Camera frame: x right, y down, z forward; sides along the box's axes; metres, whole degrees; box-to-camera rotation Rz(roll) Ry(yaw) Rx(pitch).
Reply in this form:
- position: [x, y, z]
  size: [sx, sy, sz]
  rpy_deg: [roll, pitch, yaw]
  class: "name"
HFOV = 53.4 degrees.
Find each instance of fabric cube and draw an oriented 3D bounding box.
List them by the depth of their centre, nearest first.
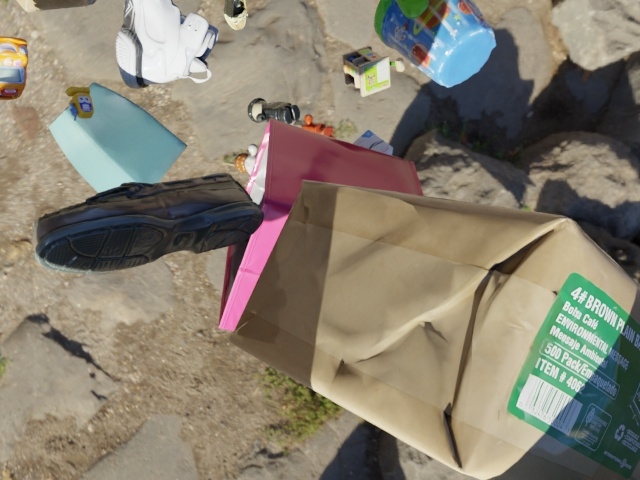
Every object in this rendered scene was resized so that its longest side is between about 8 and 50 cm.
- position: [0.000, 0.000, 1.021]
  size: [0.258, 0.254, 0.259]
  rpy_deg: [15, 124, -14]
  class: "fabric cube"

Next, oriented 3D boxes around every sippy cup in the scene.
- position: [0.280, -0.491, 1.488]
  size: [0.305, 0.240, 0.224]
  rpy_deg: [-19, 62, -29]
  class: "sippy cup"

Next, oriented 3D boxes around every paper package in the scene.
- position: [0.138, 0.100, 0.560]
  size: [0.325, 0.309, 0.168]
  rpy_deg: [32, 79, -36]
  class: "paper package"

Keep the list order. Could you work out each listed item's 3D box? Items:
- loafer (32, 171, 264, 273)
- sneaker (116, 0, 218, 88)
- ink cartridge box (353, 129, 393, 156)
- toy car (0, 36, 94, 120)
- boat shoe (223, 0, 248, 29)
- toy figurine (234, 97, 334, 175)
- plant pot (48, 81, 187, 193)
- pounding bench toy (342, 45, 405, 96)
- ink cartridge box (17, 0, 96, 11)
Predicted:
- position: [-0.188, -0.027, 0.700]
  size: [0.267, 0.096, 0.084]
  rpy_deg: [-9, 61, -44]
  class: "loafer"
- position: [-0.341, -0.525, 1.422]
  size: [0.210, 0.137, 0.366]
  rpy_deg: [1, 98, 2]
  class: "sneaker"
- position: [0.111, -0.178, 1.273]
  size: [0.083, 0.028, 0.048]
  rpy_deg: [40, 70, 19]
  class: "ink cartridge box"
- position: [-0.230, -0.132, 0.536]
  size: [0.122, 0.060, 0.041]
  rpy_deg: [0, 65, -55]
  class: "toy car"
- position: [-0.208, -0.585, 1.593]
  size: [0.056, 0.153, 0.048]
  rpy_deg: [-38, 67, -23]
  class: "boat shoe"
- position: [-0.094, -0.221, 1.530]
  size: [0.213, 0.148, 0.210]
  rpy_deg: [19, 89, -48]
  class: "toy figurine"
- position: [-0.457, -0.213, 1.396]
  size: [0.234, 0.165, 0.166]
  rpy_deg: [44, 54, -24]
  class: "plant pot"
- position: [0.085, -0.278, 1.018]
  size: [0.083, 0.065, 0.052]
  rpy_deg: [-23, 132, -16]
  class: "pounding bench toy"
- position: [-0.255, -0.349, 0.531]
  size: [0.235, 0.088, 0.193]
  rpy_deg: [59, 37, -54]
  class: "ink cartridge box"
